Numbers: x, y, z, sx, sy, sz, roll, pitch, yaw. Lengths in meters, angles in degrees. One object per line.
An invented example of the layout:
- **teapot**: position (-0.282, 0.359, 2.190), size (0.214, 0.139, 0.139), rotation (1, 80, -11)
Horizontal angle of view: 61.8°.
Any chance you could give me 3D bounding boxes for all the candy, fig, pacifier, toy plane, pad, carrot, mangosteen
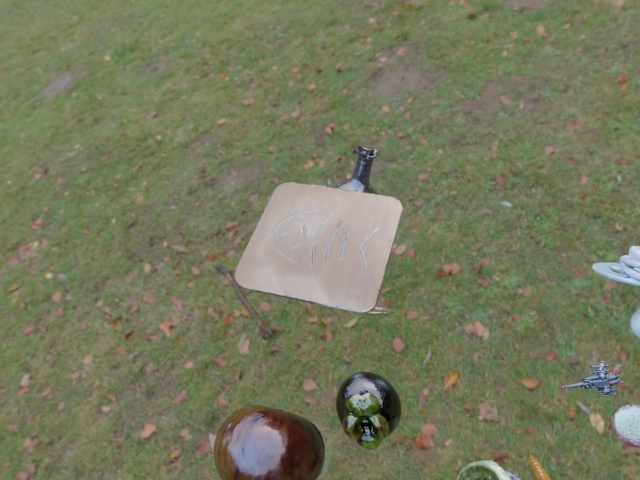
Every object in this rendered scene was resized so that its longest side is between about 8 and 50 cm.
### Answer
- **candy**: position (0.772, 0.454, 1.309), size (0.103, 0.043, 0.103), rotation (-37, 28, 24)
- **fig**: position (-0.104, 0.439, 1.085), size (0.234, 0.235, 0.215), rotation (-10, 48, 17)
- **pacifier**: position (0.818, 0.139, 1.297), size (0.299, 0.233, 0.244), rotation (8, 16, 18)
- **toy plane**: position (0.905, 0.471, 1.774), size (0.189, 0.130, 0.061), rotation (-17, 6, 9)
- **pad**: position (0.000, 0.000, 1.053), size (0.283, 0.018, 0.287), rotation (10, 52, 15)
- **carrot**: position (0.685, 0.737, 1.601), size (0.061, 0.061, 0.257), rotation (-19, 29, 7)
- **mangosteen**: position (0.147, 0.532, 1.688), size (0.242, 0.243, 0.243), rotation (-14, 43, 13)

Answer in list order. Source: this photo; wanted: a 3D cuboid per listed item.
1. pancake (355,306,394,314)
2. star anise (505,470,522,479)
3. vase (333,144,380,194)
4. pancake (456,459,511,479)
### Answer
- **pancake**: position (0.133, 0.178, 1.359), size (0.114, 0.115, 0.011), rotation (3, 91, 28)
- **star anise**: position (0.392, 0.604, 1.298), size (0.180, 0.205, 0.061), rotation (-28, 61, -5)
- **vase**: position (0.088, -0.128, 1.221), size (0.120, 0.183, 0.120), rotation (10, 28, -5)
- **pancake**: position (0.207, 0.324, 0.662), size (0.017, 0.108, 0.108), rotation (-1, 30, -32)
